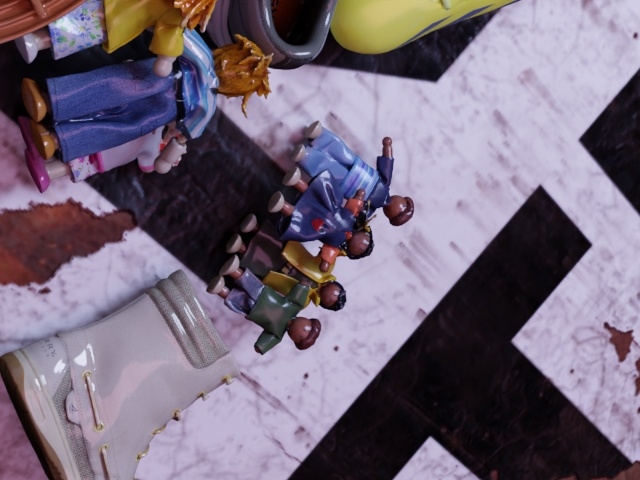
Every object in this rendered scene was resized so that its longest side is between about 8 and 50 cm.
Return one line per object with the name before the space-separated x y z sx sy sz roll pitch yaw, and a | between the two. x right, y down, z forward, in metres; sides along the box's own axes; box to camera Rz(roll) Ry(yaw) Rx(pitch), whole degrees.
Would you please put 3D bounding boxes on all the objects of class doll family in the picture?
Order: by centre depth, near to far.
doll family | -0.115 -0.123 0.909 0.163 0.118 0.263 -20 134 -19
doll family | 0.000 0.000 1.081 0.111 0.076 0.193 34 96 -16

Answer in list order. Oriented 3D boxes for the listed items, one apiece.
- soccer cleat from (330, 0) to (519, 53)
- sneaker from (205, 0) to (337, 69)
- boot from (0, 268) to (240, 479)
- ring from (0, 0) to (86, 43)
soccer cleat | 0.140 -0.217 1.044 0.289 0.121 0.093 -26 121 -18
sneaker | -0.009 -0.247 0.957 0.100 0.108 0.271 -1 109 -28
boot | -0.134 0.142 1.066 0.165 0.077 0.213 -29 119 -19
ring | -0.236 -0.273 0.782 0.337 0.032 0.336 -1 94 -13
